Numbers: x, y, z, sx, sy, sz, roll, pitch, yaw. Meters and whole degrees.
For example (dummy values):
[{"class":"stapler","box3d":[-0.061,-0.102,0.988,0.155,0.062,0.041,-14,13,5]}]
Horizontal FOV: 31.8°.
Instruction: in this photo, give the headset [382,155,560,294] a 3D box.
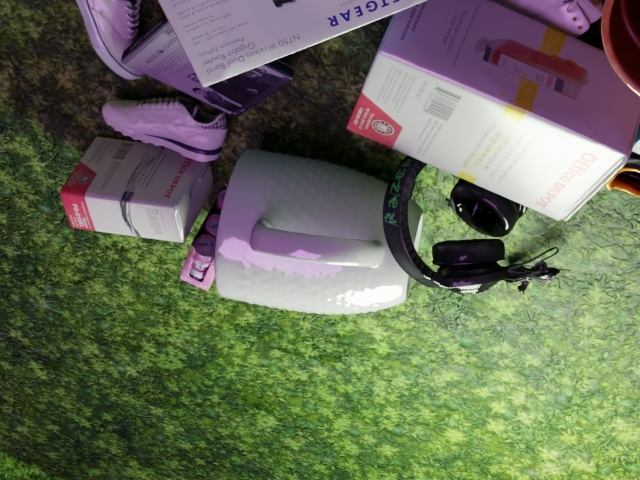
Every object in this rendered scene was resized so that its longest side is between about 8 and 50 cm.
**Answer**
[{"class":"headset","box3d":[0.257,-0.013,1.941,0.394,0.243,0.185,26,165,-30]}]

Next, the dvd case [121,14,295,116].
[{"class":"dvd case","box3d":[-0.191,-0.295,1.897,0.239,0.029,0.179,24,151,-30]}]

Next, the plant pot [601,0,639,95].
[{"class":"plant pot","box3d":[0.517,-0.344,1.448,0.272,0.265,0.272,12,136,12]}]

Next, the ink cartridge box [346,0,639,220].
[{"class":"ink cartridge box","box3d":[0.262,-0.210,1.710,0.385,0.160,0.279,24,159,-1]}]

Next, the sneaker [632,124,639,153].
[{"class":"sneaker","box3d":[0.566,-0.192,1.713,0.092,0.087,0.229,33,138,-14]}]

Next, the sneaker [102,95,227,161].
[{"class":"sneaker","box3d":[-0.282,-0.226,2.053,0.235,0.090,0.094,16,124,2]}]

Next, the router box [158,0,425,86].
[{"class":"router box","box3d":[-0.063,-0.396,1.464,0.335,0.082,0.301,-20,127,8]}]

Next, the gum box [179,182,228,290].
[{"class":"gum box","box3d":[-0.202,-0.004,2.150,0.062,0.188,0.107,24,138,-1]}]

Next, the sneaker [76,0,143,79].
[{"class":"sneaker","box3d":[-0.346,-0.385,1.900,0.091,0.094,0.258,-3,132,27]}]

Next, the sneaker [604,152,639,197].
[{"class":"sneaker","box3d":[0.552,-0.099,1.814,0.215,0.083,0.084,9,134,12]}]

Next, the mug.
[{"class":"mug","box3d":[0.000,0.000,1.951,0.328,0.374,0.276,10,95,8]}]

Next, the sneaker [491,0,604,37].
[{"class":"sneaker","box3d":[0.352,-0.391,1.598,0.169,0.108,0.292,28,147,-8]}]

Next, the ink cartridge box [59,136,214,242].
[{"class":"ink cartridge box","box3d":[-0.342,-0.098,2.126,0.237,0.172,0.100,8,136,15]}]
